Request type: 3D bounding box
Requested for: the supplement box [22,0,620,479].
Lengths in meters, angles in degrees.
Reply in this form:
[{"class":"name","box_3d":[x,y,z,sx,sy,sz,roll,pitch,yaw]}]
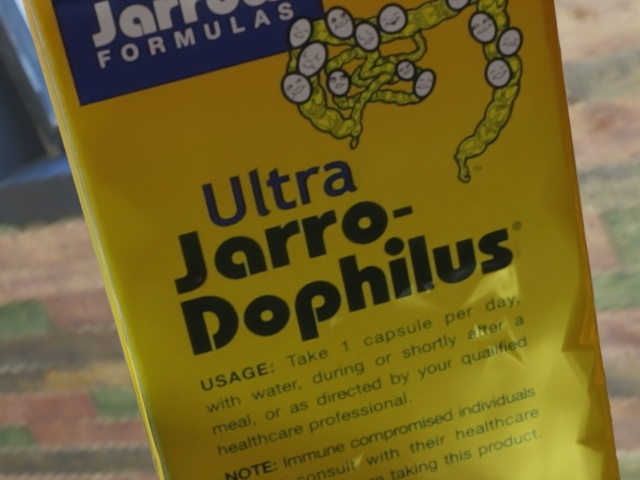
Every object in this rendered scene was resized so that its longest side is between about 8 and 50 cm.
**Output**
[{"class":"supplement box","box_3d":[0.000,0.000,0.785,0.195,0.356,0.194,-16,28,-6]}]
